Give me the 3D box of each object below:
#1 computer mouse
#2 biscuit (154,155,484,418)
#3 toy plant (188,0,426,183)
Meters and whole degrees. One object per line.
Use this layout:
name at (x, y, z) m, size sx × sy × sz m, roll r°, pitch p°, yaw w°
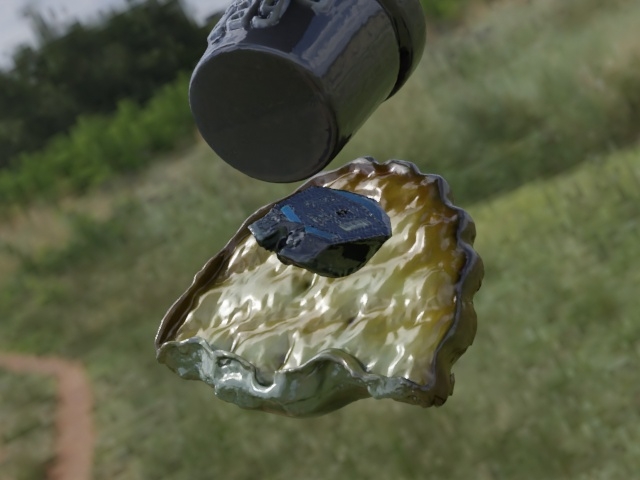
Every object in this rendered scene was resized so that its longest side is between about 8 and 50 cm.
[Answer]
computer mouse at (0.000, 0.000, 1.481) m, size 0.135 × 0.079 × 0.047 m, roll -17°, pitch -49°, yaw -51°
biscuit at (0.014, 0.073, 1.864) m, size 0.329 × 0.078 × 0.335 m, roll -39°, pitch 42°, yaw 2°
toy plant at (0.022, -0.230, 1.874) m, size 0.400 × 0.185 × 0.279 m, roll -60°, pitch -4°, yaw -47°
